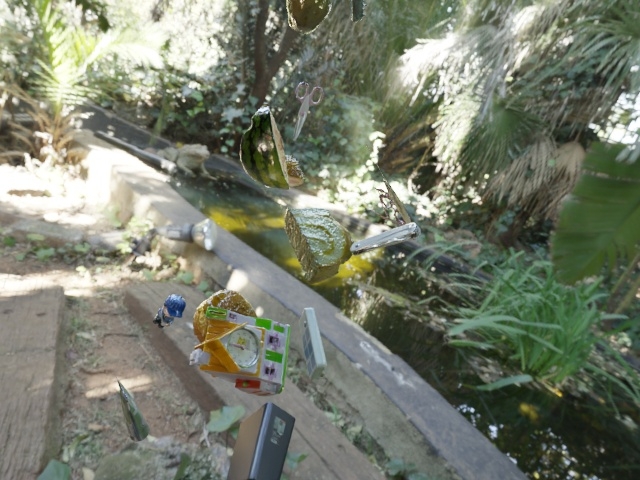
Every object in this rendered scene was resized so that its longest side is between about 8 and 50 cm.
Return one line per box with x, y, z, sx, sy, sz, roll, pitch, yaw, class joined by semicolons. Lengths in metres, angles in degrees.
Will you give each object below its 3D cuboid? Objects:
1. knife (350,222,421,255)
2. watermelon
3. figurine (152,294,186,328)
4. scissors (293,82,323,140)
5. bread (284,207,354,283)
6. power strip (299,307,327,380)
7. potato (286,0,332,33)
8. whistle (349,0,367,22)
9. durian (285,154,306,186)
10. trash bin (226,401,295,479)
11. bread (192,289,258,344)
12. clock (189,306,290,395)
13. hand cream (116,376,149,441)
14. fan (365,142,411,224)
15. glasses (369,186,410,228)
0.216;0.002;1.402;0.041;0.265;0.073;55;38;-23;knife
-0.174;-0.242;1.252;0.128;0.304;0.160;-9;57;4;watermelon
-0.545;0.261;1.488;0.086;0.149;0.087;44;32;-5;figurine
-0.053;-0.388;1.245;0.085;0.176;0.022;19;2;2;scissors
0.001;-0.008;2.094;0.263;0.239;0.396;-17;64;-19;bread
-0.031;0.376;1.515;0.046;0.118;0.271;-1;49;-16;power strip
-0.041;-0.852;1.481;0.177;0.160;0.235;-22;-11;-23;potato
0.087;-0.715;1.015;0.189;0.189;0.348;25;-31;10;whistle
-0.170;-0.344;2.038;0.182;0.138;0.249;-7;-8;-25;durian
-0.178;0.615;1.173;0.115;0.165;0.226;40;26;-14;trash bin
-0.373;0.331;1.619;0.268;0.269;0.145;12;-20;-42;bread
-0.263;0.359;1.340;0.309;0.166;0.236;27;52;-33;clock
-0.518;0.477;1.133;0.055;0.236;0.086;-24;43;-34;hand cream
0.290;-0.239;1.784;0.415;0.012;0.233;59;3;-13;fan
0.337;-0.152;2.010;0.255;0.095;0.162;47;-19;8;glasses
